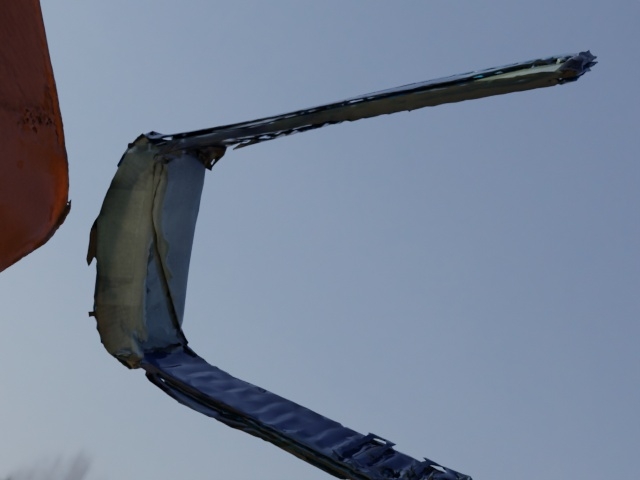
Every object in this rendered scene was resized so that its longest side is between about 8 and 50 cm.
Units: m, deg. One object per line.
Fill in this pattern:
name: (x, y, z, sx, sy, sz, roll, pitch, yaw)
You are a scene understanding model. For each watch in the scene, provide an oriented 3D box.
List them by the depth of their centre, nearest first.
watch: (-0.002, -0.013, 1.079, 0.275, 0.276, 0.068, 21, 9, 30)

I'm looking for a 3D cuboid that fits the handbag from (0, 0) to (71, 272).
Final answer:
handbag: (-0.320, -0.132, 1.250, 0.116, 0.303, 0.410, 11, -59, 30)
